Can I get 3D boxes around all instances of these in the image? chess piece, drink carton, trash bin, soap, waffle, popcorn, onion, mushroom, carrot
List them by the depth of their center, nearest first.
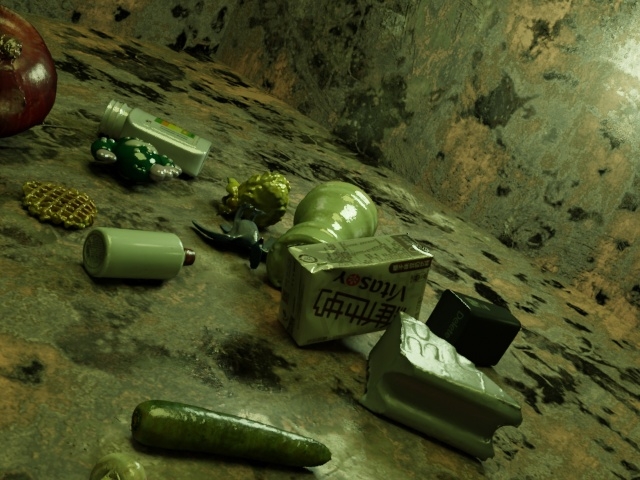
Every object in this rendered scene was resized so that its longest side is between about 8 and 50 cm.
[{"bbox_3d":[-0.270,0.324,1.039,0.084,0.083,0.067,35,6,24],"label":"mushroom"},{"bbox_3d":[-0.131,0.318,1.267,0.359,0.074,0.074,18,20,-28],"label":"carrot"},{"bbox_3d":[0.256,0.306,1.696,0.302,0.158,0.258,27,16,-4],"label":"soap"},{"bbox_3d":[-0.590,-0.083,1.778,0.191,0.038,0.191,23,20,-9],"label":"waffle"},{"bbox_3d":[0.081,0.106,1.779,0.325,0.194,0.132,-6,29,-27],"label":"drink carton"},{"bbox_3d":[-0.806,-0.401,1.924,0.342,0.341,0.341,24,19,-9],"label":"onion"},{"bbox_3d":[0.395,0.238,2.048,0.226,0.165,0.115,16,20,-37],"label":"trash bin"},{"bbox_3d":[0.000,0.000,2.094,0.234,0.234,0.442,28,24,4],"label":"chess piece"},{"bbox_3d":[-0.186,-0.123,2.239,0.195,0.168,0.173,13,58,-9],"label":"popcorn"}]

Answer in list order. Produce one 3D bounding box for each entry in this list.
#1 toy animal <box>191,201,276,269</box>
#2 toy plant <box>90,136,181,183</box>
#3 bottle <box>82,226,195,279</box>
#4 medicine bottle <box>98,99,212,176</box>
[{"bbox_3d":[-0.207,-0.010,2.042,0.239,0.176,0.255,20,-15,-27],"label":"toy animal"},{"bbox_3d":[-0.504,-0.220,2.147,0.233,0.112,0.243,21,13,-1],"label":"toy plant"},{"bbox_3d":[-0.372,0.030,1.662,0.245,0.104,0.104,5,28,-47],"label":"bottle"},{"bbox_3d":[-0.501,-0.310,2.382,0.325,0.124,0.179,23,18,-7],"label":"medicine bottle"}]
